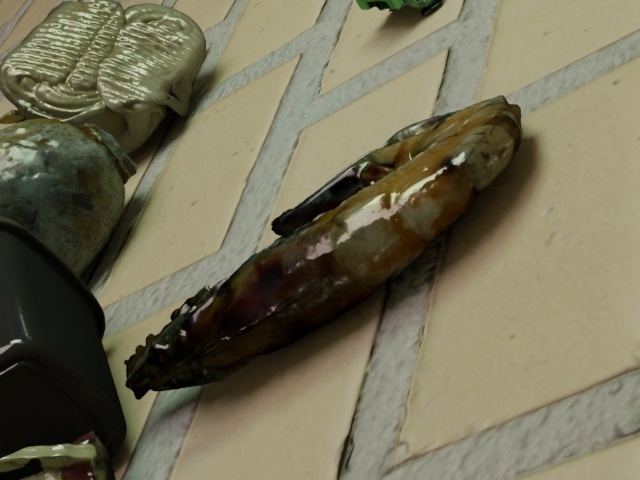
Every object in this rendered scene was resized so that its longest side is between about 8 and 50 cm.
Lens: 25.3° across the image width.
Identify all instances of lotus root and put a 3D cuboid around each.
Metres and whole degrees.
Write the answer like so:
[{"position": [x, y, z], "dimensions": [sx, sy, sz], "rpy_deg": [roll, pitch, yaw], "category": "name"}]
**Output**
[{"position": [-0.330, 0.009, 1.445], "dimensions": [0.349, 0.175, 0.175], "rpy_deg": [-53, 26, -18], "category": "lotus root"}]

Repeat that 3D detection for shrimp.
[{"position": [0.000, 0.000, 1.098], "dimensions": [0.365, 0.071, 0.233], "rpy_deg": [-34, 15, 17], "category": "shrimp"}]

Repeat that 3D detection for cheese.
[{"position": [-0.458, -0.212, 2.193], "dimensions": [0.060, 0.041, 0.084], "rpy_deg": [-25, 42, 48], "category": "cheese"}]

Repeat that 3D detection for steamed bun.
[{"position": [-0.250, -0.178, 1.684], "dimensions": [0.144, 0.211, 0.218], "rpy_deg": [97, -167, -49], "category": "steamed bun"}]

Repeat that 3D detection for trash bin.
[{"position": [-0.281, 0.111, 1.184], "dimensions": [0.209, 0.182, 0.290], "rpy_deg": [-40, 28, -1], "category": "trash bin"}]

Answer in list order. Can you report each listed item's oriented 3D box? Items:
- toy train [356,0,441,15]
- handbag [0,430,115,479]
[{"position": [0.087, -0.276, 1.420], "dimensions": [0.149, 0.081, 0.099], "rpy_deg": [-46, 23, -11], "category": "toy train"}, {"position": [-0.234, 0.233, 0.954], "dimensions": [0.235, 0.127, 0.213], "rpy_deg": [-39, 21, -2], "category": "handbag"}]
